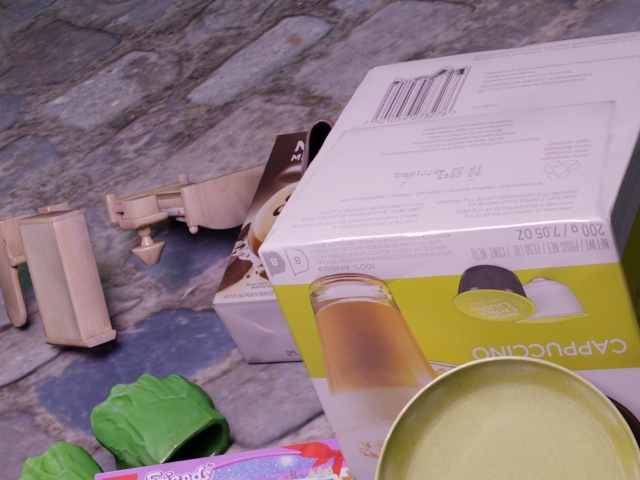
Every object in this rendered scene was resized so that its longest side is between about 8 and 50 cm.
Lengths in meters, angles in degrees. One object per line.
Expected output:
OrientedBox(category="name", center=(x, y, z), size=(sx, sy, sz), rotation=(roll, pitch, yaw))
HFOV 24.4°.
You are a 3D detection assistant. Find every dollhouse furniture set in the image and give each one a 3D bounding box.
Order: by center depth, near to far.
OrientedBox(category="dollhouse furniture set", center=(-0.223, 0.011, 2.009), size=(0.355, 0.174, 0.303), rotation=(-18, 10, -37))

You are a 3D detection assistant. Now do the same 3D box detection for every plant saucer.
OrientedBox(category="plant saucer", center=(0.167, 0.223, 1.296), size=(0.241, 0.037, 0.241), rotation=(-5, 74, 18))

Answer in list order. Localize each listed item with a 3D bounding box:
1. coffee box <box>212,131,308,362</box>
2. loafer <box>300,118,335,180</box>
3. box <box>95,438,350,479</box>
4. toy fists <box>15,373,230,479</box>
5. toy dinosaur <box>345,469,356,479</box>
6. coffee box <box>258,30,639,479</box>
OrientedBox(category="coffee box", center=(0.000, 0.000, 1.826), size=(0.168, 0.119, 0.297), rotation=(-6, 43, 24))
OrientedBox(category="loafer", center=(0.007, -0.017, 1.672), size=(0.109, 0.095, 0.302), rotation=(-14, 41, 12))
OrientedBox(category="box", center=(-0.083, 0.309, 1.517), size=(0.293, 0.057, 0.201), rotation=(-8, 40, -2))
OrientedBox(category="toy fists", center=(-0.238, 0.262, 1.694), size=(0.279, 0.096, 0.142), rotation=(-41, 52, -19))
OrientedBox(category="toy dinosaur", center=(0.113, 0.304, 1.436), size=(0.211, 0.064, 0.112), rotation=(7, 67, 27))
OrientedBox(category="coffee box", center=(0.194, 0.031, 1.474), size=(0.337, 0.334, 0.338), rotation=(-4, 34, 26))
